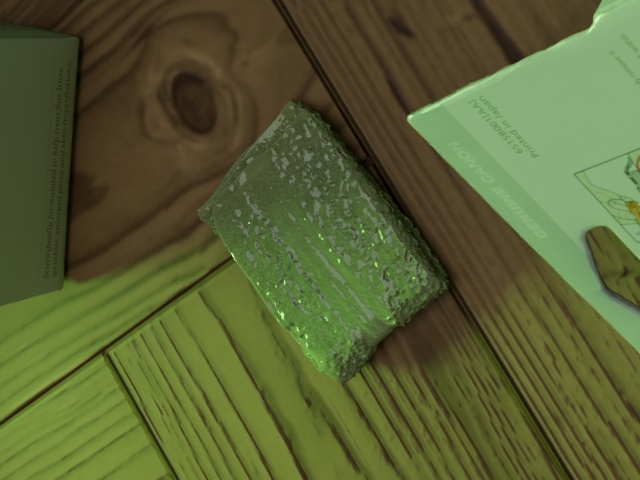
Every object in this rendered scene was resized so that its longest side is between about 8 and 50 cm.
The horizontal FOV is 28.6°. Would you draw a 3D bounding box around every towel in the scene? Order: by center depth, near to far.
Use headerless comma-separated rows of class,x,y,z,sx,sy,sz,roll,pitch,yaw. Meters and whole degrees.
towel,0.000,0.000,0.747,0.110,0.027,0.148,-46,75,26

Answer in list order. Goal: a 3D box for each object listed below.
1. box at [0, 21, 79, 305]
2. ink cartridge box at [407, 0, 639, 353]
box,-0.259,-0.048,0.792,0.119,0.182,0.180,14,105,28
ink cartridge box,0.211,-0.017,0.538,0.275,0.060,0.239,43,146,-19
